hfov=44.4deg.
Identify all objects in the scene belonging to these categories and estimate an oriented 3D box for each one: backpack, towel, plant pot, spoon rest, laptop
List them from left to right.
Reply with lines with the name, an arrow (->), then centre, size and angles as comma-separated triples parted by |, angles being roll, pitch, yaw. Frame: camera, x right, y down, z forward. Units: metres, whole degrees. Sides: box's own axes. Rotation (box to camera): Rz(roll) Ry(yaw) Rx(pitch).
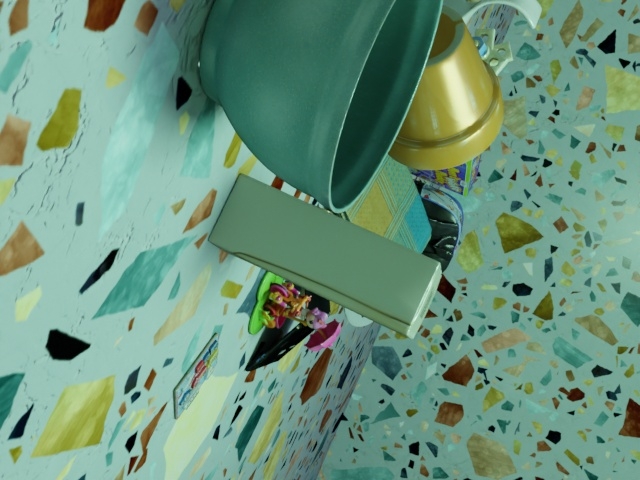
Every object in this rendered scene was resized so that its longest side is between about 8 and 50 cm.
laptop -> -0.068, 0.142, 1.702 | 0.264, 0.136, 0.234 | -41, 169, 8
plant pot -> -0.010, -0.202, 0.872 | 0.293, 0.196, 0.293 | -60, 165, -26
towel -> 0.142, -0.065, 1.761 | 0.271, 0.040, 0.370 | -57, 136, -34
backpack -> 0.242, -0.037, 2.075 | 0.213, 0.263, 0.277 | -48, 157, -55
plant pot -> 0.164, -0.242, 1.180 | 0.205, 0.205, 0.188 | -61, 151, -21
spoon rest -> 0.305, -0.466, 1.601 | 0.084, 0.276, 0.137 | 47, 58, -43

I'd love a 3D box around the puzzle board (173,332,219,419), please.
puzzle board -> -0.203, 0.226, 1.301 | 0.128, 0.011, 0.096 | -55, 164, -39

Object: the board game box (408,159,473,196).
board game box -> 0.270, -0.227, 1.905 | 0.078, 0.233, 0.347 | -64, 167, -7

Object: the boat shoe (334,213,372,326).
boat shoe -> 0.066, 0.049, 1.861 | 0.119, 0.121, 0.335 | -122, -156, -54

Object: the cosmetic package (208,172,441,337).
cosmetic package -> 0.013, 0.027, 1.136 | 0.113, 0.309, 0.160 | -65, 167, -5

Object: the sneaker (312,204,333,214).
sneaker -> 0.000, 0.000, 1.601 | 0.086, 0.064, 0.192 | -65, 161, -13

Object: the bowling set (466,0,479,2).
bowling set -> 0.216, -0.425, 1.489 | 0.287, 0.154, 0.200 | -41, 152, -61

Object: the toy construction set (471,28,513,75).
toy construction set -> 0.188, -0.376, 1.298 | 0.215, 0.151, 0.327 | -31, 141, 14

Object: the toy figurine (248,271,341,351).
toy figurine -> -0.036, 0.140, 1.490 | 0.130, 0.159, 0.173 | -57, 164, -36
